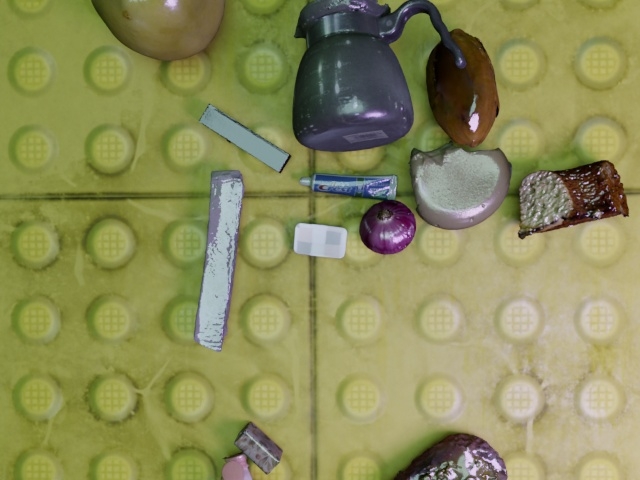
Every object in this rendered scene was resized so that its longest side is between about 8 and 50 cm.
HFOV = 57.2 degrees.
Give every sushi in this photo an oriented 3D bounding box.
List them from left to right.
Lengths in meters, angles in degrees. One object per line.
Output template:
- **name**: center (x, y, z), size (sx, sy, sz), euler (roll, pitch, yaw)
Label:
- **sushi**: center (0.251, 0.460, 1.154), size (0.241, 0.107, 0.161), euler (11, 88, 2)

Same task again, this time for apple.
- **apple**: center (-0.306, -0.474, 1.095), size (0.262, 0.262, 0.262), euler (0, 91, 2)

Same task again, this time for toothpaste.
- **toothpaste**: center (0.056, -0.112, 1.184), size (0.197, 0.035, 0.057), euler (5, 107, 1)

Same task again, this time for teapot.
- **teapot**: center (0.075, -0.332, 1.067), size (0.223, 0.305, 0.285), euler (-1, 82, -41)

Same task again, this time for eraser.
- **eraser**: center (0.000, 0.000, 1.191), size (0.105, 0.026, 0.065), euler (5, 94, 2)

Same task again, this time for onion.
- **onion**: center (0.134, -0.023, 1.157), size (0.115, 0.115, 0.104), euler (-26, 134, 2)

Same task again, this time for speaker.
- **speaker**: center (-0.152, -0.204, 1.186), size (0.191, 0.040, 0.046), euler (33, 94, 1)

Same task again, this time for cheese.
- **cheese**: center (0.276, -0.112, 1.148), size (0.203, 0.091, 0.175), euler (-13, 90, 1)

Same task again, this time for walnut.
- **walnut**: center (0.267, -0.293, 1.121), size (0.137, 0.137, 0.245), euler (-15, 78, 2)

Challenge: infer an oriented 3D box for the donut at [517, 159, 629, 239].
- **donut**: center (0.480, -0.078, 1.135), size (0.187, 0.144, 0.126), euler (-12, 84, 33)

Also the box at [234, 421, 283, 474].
- **box**: center (-0.125, 0.418, 1.185), size (0.098, 0.062, 0.045), euler (41, 93, 0)

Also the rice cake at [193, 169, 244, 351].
- **rice cake**: center (-0.202, 0.038, 1.184), size (0.073, 0.056, 0.364), euler (6, 91, -4)

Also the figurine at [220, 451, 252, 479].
- **figurine**: center (-0.147, 0.564, 1.156), size (0.200, 0.133, 0.275), euler (-10, 87, -27)
